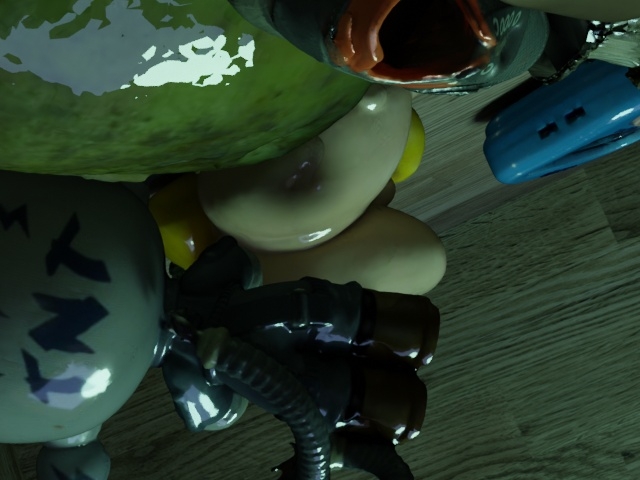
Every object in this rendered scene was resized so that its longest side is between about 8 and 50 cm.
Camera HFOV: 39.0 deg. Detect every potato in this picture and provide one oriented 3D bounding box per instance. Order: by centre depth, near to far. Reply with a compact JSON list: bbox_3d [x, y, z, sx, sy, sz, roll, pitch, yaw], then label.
[{"bbox_3d":[-0.106,-0.087,0.421,0.255,0.112,0.269,-14,167,-46],"label":"potato"}]

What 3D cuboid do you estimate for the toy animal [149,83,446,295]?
[{"bbox_3d":[0.019,-0.008,0.827,0.277,0.247,0.345,-20,172,-31],"label":"toy animal"}]

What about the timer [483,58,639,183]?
[{"bbox_3d":[0.397,-0.186,1.232,0.340,0.115,0.309,-17,170,-42],"label":"timer"}]

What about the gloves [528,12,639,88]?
[{"bbox_3d":[0.322,-0.207,0.734,0.312,0.135,0.210,-1,148,-8],"label":"gloves"}]

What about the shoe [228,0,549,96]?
[{"bbox_3d":[0.051,-0.089,0.384,0.194,0.077,0.074,2,123,-48],"label":"shoe"}]

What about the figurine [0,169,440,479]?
[{"bbox_3d":[-0.118,0.049,0.618,0.382,0.261,0.186,12,163,-17],"label":"figurine"}]

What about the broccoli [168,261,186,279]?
[{"bbox_3d":[-0.108,0.031,1.310,0.165,0.145,0.304,-35,-179,14],"label":"broccoli"}]

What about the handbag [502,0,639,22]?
[{"bbox_3d":[0.147,-0.194,0.270,0.302,0.149,0.283,-27,175,41],"label":"handbag"}]
